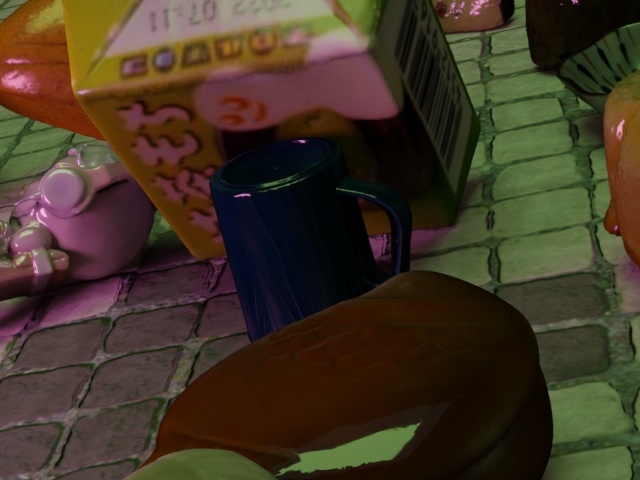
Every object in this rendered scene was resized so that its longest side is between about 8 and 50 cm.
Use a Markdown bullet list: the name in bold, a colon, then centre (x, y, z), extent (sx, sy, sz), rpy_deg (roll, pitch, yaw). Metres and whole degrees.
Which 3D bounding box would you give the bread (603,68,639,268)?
- **bread**: centre (0.332, -0.051, 1.091), extent (0.270, 0.148, 0.270), rpy_deg (-10, 26, 5)

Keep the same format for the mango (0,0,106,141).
- **mango**: centre (-0.203, -0.191, 1.679), extent (0.350, 0.201, 0.199), rpy_deg (2, 56, -13)

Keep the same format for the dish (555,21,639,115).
- **dish**: centre (0.318, -0.147, 1.420), extent (0.191, 0.066, 0.190), rpy_deg (-15, 25, 7)

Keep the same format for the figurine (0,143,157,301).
- **figurine**: centre (-0.246, -0.021, 1.383), extent (0.237, 0.141, 0.162), rpy_deg (-24, -11, -18)

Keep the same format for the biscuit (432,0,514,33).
- **biscuit**: centre (0.143, -0.283, 1.855), extent (0.188, 0.056, 0.052), rpy_deg (-2, 27, 31)

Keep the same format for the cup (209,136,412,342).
- **cup**: centre (-0.002, -0.004, 1.196), extent (0.150, 0.138, 0.113), rpy_deg (-14, 23, 3)

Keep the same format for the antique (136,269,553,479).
- **antique**: centre (0.018, 0.123, 0.905), extent (0.224, 0.129, 0.278), rpy_deg (4, 29, 37)

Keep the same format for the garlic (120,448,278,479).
- **garlic**: centre (-0.088, 0.226, 0.633), extent (0.281, 0.203, 0.185), rpy_deg (-40, 51, -14)

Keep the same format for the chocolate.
- **chocolate**: centre (-0.037, -0.116, 1.289), extent (0.289, 0.301, 0.137), rpy_deg (-7, 55, 18)

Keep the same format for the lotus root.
- **lotus root**: centre (0.331, -0.268, 1.620), extent (0.235, 0.119, 0.138), rpy_deg (-23, 18, -20)
